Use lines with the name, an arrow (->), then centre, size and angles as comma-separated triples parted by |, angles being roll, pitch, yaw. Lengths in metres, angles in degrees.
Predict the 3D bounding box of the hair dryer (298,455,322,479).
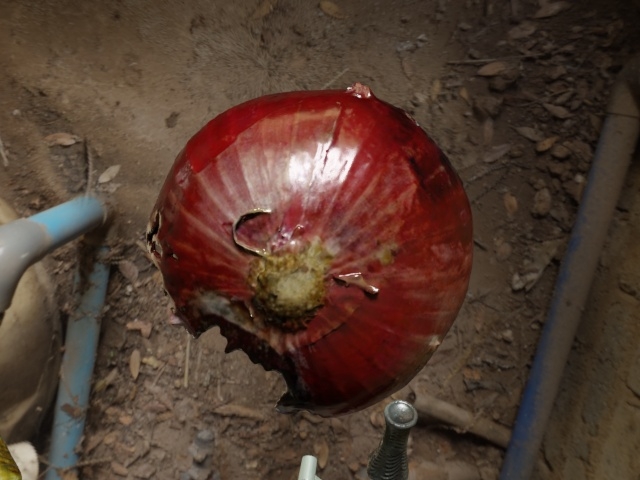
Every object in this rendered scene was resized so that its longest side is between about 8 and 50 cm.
hair dryer -> -0.005, 0.556, 1.436 | 0.038, 0.063, 0.124 | -19, 129, 29

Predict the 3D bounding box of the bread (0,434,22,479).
bread -> -0.675, 0.445, 1.247 | 0.087, 0.269, 0.098 | -16, 120, -39

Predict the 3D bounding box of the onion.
onion -> -0.004, -0.002, 0.642 | 0.341, 0.341, 0.341 | -1, 106, -5

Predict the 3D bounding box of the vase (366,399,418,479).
vase -> 0.178, 0.487, 1.487 | 0.116, 0.115, 0.237 | 1, 130, -5
